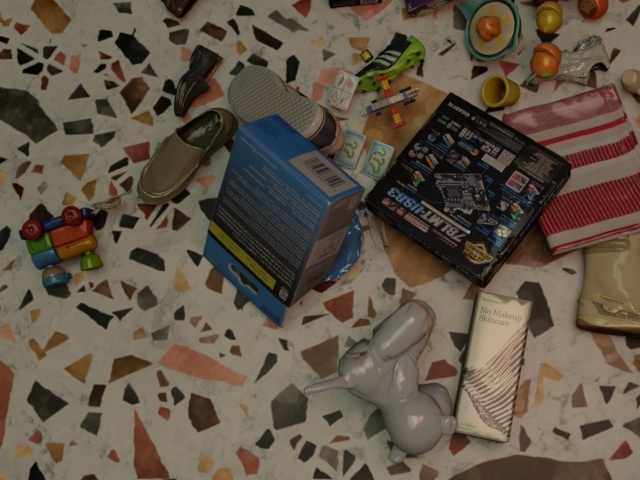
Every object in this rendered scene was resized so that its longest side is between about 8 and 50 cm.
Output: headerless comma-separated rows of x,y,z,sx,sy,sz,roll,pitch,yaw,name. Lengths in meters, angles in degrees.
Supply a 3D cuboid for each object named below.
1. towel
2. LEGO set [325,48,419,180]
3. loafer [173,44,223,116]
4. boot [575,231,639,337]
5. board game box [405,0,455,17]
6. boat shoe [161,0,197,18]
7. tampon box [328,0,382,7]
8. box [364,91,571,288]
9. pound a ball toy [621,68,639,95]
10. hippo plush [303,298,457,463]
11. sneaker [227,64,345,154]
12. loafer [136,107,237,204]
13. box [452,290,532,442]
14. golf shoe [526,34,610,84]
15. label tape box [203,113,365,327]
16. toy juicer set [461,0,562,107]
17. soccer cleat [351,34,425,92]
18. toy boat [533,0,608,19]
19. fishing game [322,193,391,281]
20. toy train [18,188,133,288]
0.524,-0.149,1.758,0.237,0.037,0.329,-16,63,8,towel
0.090,-0.268,1.834,0.182,0.060,0.244,24,98,10,LEGO set
-0.269,-0.343,1.917,0.061,0.062,0.170,20,81,5,loafer
0.636,0.087,1.710,0.262,0.095,0.203,5,76,11,boot
0.255,-0.577,1.886,0.170,0.048,0.141,-18,72,31,board game box
-0.262,-0.581,1.967,0.207,0.073,0.073,-43,78,2,boat shoe
0.068,-0.608,1.921,0.120,0.101,0.161,-4,76,4,tampon box
0.289,-0.104,1.743,0.295,0.073,0.293,35,82,21,box
0.789,-0.269,1.773,0.208,0.136,0.319,-41,75,22,pound a ball toy
0.166,0.263,1.634,0.234,0.294,0.236,-42,84,18,hippo plush
-0.074,-0.260,1.838,0.126,0.127,0.321,-53,45,4,sneaker
-0.292,-0.190,1.866,0.102,0.092,0.268,41,84,13,loafer
0.330,0.245,1.701,0.113,0.094,0.275,10,79,8,box
0.522,-0.357,1.838,0.176,0.069,0.086,-27,82,0,golf shoe
-0.084,-0.034,1.734,0.249,0.347,0.115,41,45,22,label tape box
0.385,-0.454,1.810,0.209,0.089,0.329,-28,70,42,toy juicer set
0.140,-0.377,1.890,0.179,0.060,0.072,-28,51,3,soccer cleat
0.561,-0.538,1.853,0.231,0.151,0.151,-20,105,1,toy boat
0.000,0.000,1.822,0.264,0.041,0.189,-24,68,6,fishing game
-0.489,-0.001,1.844,0.248,0.105,0.143,-19,86,1,toy train
